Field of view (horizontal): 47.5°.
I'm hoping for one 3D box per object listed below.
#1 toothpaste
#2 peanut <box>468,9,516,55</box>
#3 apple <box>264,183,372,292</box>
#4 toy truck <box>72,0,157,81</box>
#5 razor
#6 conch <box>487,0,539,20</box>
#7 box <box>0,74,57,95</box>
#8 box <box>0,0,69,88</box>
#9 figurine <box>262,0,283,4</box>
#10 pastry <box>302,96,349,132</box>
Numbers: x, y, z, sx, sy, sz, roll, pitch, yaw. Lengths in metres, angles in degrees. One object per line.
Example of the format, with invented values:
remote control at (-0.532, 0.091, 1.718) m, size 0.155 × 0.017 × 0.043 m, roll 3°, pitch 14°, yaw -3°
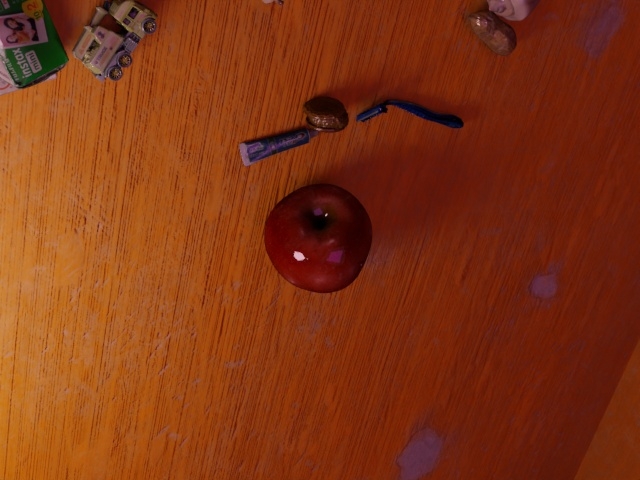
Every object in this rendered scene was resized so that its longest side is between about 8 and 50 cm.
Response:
toothpaste at (-0.094, -0.225, 1.696) m, size 0.197 × 0.035 × 0.057 m, roll -20°, pitch 109°, yaw -19°
peanut at (0.434, -0.520, 1.817) m, size 0.175 × 0.080 × 0.080 m, roll 24°, pitch 102°, yaw -39°
apple at (0.000, 0.000, 1.741) m, size 0.260 × 0.260 × 0.216 m, roll -28°, pitch 152°, yaw -15°
toy truck at (-0.396, -0.390, 1.387) m, size 0.100 × 0.077 × 0.169 m, roll 33°, pitch 98°, yaw -41°
razor at (0.242, -0.322, 1.836) m, size 0.324 × 0.093 × 0.056 m, roll 0°, pitch 81°, yaw -35°
conch at (0.482, -0.624, 1.776) m, size 0.255 × 0.158 × 0.127 m, roll -36°, pitch 175°, yaw -30°
box at (-0.576, -0.395, 1.272) m, size 0.135 × 0.079 × 0.269 m, roll -24°, pitch 127°, yaw -19°
box at (-0.516, -0.379, 1.152) m, size 0.103 × 0.180 × 0.250 m, roll -36°, pitch 132°, yaw -24°
figurine at (-0.110, -0.523, 1.503) m, size 0.047 × 0.051 × 0.083 m, roll -52°, pitch 130°, yaw -3°
pastry at (0.012, -0.289, 1.682) m, size 0.109 × 0.097 × 0.057 m, roll 8°, pitch 129°, yaw 6°
